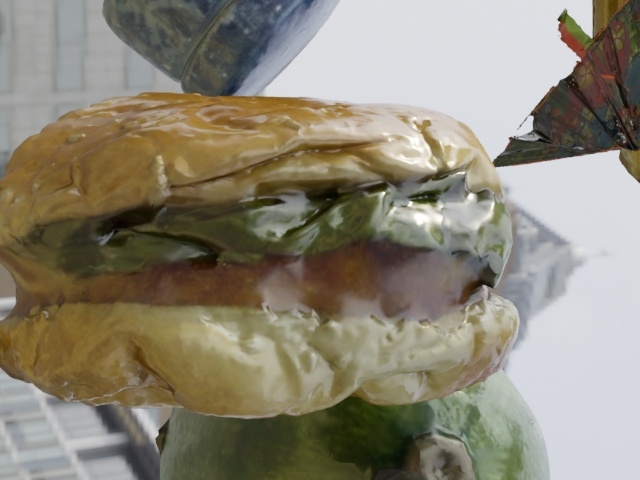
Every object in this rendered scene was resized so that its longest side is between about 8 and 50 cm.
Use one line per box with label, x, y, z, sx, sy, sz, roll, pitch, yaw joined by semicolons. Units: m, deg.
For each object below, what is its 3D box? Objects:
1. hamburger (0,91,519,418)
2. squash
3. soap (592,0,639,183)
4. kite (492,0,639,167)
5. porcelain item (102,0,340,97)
hamburger;0.002;0.002;0.823;0.209;0.330;0.162;5;-85;40
squash;0.020;0.186;1.064;0.309;0.310;0.310;83;1;-87
soap;0.283;-0.164;1.182;0.160;0.080;0.257;40;-39;54
kite;0.205;-0.124;1.071;0.241;0.014;0.183;-55;-152;22
porcelain item;-0.057;-0.164;1.003;0.114;0.147;0.147;42;-32;0
